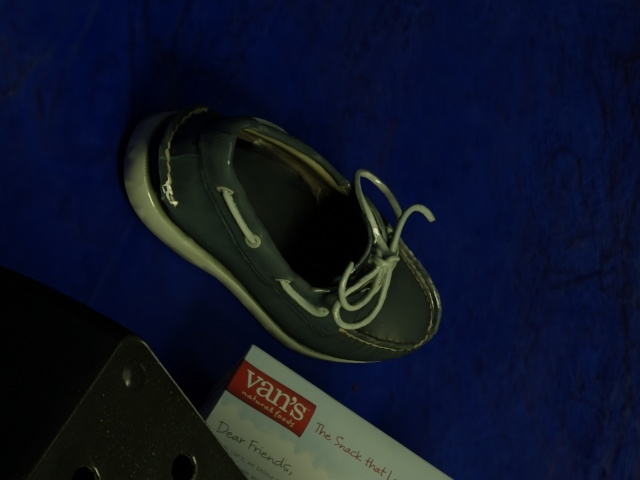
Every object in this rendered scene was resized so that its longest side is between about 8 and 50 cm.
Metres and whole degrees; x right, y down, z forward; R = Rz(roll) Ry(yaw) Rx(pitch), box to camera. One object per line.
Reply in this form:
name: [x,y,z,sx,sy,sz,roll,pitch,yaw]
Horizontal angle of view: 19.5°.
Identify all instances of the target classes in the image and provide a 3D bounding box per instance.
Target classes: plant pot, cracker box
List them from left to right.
plant pot: [-0.136,0.125,0.798,0.187,0.167,0.188,-57,131,-33]
cracker box: [-0.034,0.190,0.943,0.156,0.067,0.232,35,58,-5]

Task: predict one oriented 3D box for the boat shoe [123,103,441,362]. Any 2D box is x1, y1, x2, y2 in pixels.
boat shoe: [0.000,0.000,1.031,0.254,0.079,0.095,42,58,-42]
